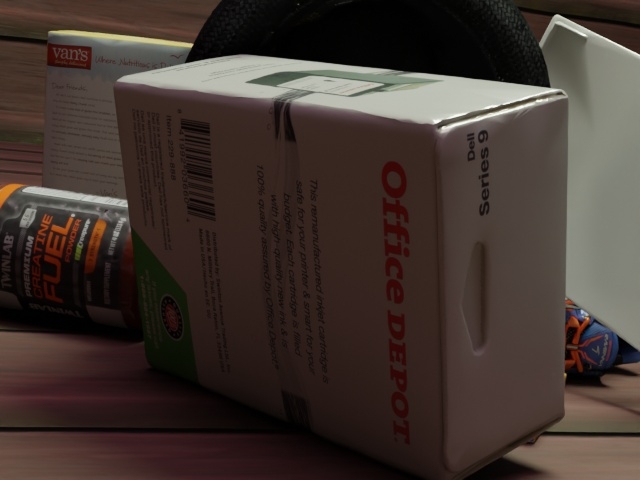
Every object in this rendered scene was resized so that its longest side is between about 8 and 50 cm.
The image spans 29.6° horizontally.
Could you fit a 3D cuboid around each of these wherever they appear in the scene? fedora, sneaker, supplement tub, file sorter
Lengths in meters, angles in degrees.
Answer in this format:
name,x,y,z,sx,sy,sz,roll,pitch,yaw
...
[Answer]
name,x,y,z,sx,sy,sz,roll,pitch,yaw
fedora,0.027,-0.085,0.984,0.333,0.334,0.152,6,21,-8
sneaker,0.198,0.074,0.990,0.087,0.083,0.221,19,16,38
supplement tub,-0.216,0.011,0.988,0.197,0.106,0.106,8,7,13
file sorter,0.289,-0.029,0.999,0.173,0.193,0.277,14,19,-41

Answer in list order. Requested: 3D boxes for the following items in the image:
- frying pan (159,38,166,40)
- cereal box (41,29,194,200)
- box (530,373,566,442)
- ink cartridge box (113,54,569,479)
name,x,y,z,sx,sy,sz,roll,pitch,yaw
frying pan,-0.081,-0.108,1.402,0.197,0.326,0.053,-19,48,-19
cereal box,-0.207,-0.095,1.279,0.173,0.240,0.047,9,12,15
box,0.120,0.108,0.841,0.081,0.028,0.136,9,6,19
ink cartridge box,0.008,0.003,0.766,0.121,0.211,0.289,-18,23,-40
